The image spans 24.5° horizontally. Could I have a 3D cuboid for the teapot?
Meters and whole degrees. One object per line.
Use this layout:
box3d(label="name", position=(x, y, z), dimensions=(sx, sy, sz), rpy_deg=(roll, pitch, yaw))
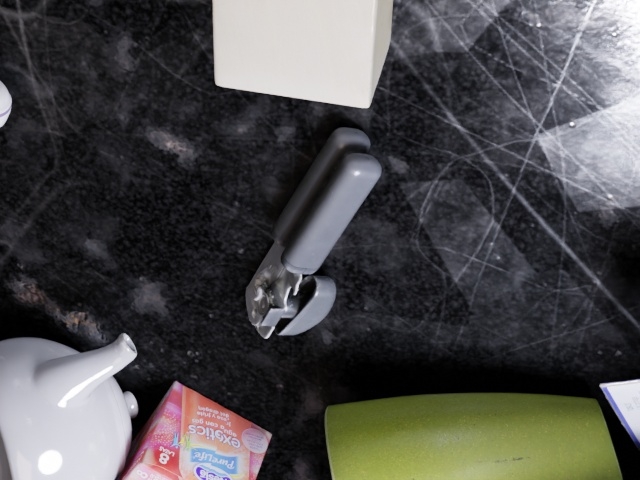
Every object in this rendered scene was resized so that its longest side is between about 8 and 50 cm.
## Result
box3d(label="teapot", position=(-0.309, 0.224, 1.755), dimensions=(0.256, 0.187, 0.252), rpy_deg=(17, 118, 60))

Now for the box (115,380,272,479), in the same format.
box3d(label="box", position=(-0.201, 0.340, 1.829), dimensions=(0.142, 0.154, 0.300), rpy_deg=(30, 128, -8))

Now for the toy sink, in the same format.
box3d(label="toy sink", position=(-0.011, -0.260, 1.348), dimensions=(0.153, 0.131, 0.234), rpy_deg=(9, 132, 9))

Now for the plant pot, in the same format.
box3d(label="plant pot", position=(0.183, 0.280, 1.634), dimensions=(0.293, 0.275, 0.275), rpy_deg=(-16, 122, 6))

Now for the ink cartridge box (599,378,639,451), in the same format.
box3d(label="ink cartridge box", position=(0.456, 0.146, 1.475), dimensions=(0.307, 0.072, 0.303), rpy_deg=(-4, 158, 19))

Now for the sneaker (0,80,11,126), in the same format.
box3d(label="sneaker", position=(-0.424, -0.232, 1.501), dimensions=(0.282, 0.102, 0.161), rpy_deg=(32, 124, -9))

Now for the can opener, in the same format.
box3d(label="can opener", position=(0.000, 0.000, 1.590), dimensions=(0.095, 0.076, 0.283), rpy_deg=(6, 135, -31))
